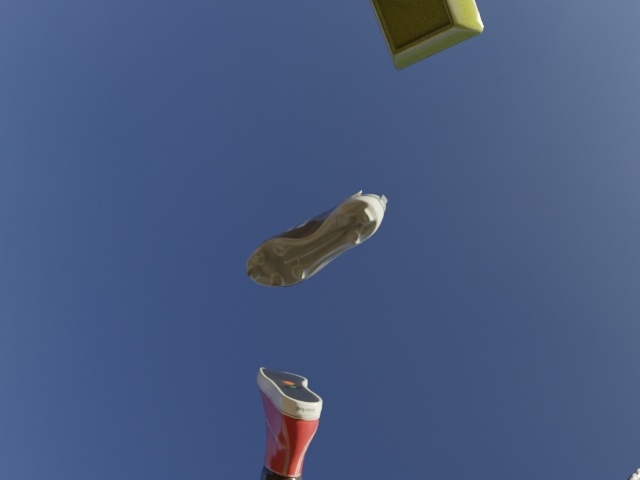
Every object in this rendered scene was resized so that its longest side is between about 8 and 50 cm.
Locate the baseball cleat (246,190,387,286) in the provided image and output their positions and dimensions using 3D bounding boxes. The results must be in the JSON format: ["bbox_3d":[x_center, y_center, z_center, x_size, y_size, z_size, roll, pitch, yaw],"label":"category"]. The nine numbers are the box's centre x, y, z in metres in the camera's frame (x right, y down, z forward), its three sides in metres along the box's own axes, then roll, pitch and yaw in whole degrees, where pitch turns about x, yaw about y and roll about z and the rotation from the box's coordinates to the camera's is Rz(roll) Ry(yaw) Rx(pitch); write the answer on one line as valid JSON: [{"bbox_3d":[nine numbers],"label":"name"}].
[{"bbox_3d":[0.000,0.000,0.701,0.205,0.109,0.072,-24,-83,24],"label":"baseball cleat"}]

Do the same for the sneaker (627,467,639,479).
[{"bbox_3d":[0.450,0.339,0.681,0.071,0.169,0.068,33,-66,61],"label":"sneaker"}]

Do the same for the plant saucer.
[{"bbox_3d":[0.169,-0.423,0.945,0.188,0.045,0.188,-12,-72,42],"label":"plant saucer"}]

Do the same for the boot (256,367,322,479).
[{"bbox_3d":[-0.071,0.316,0.872,0.088,0.244,0.176,12,-91,-14],"label":"boot"}]
